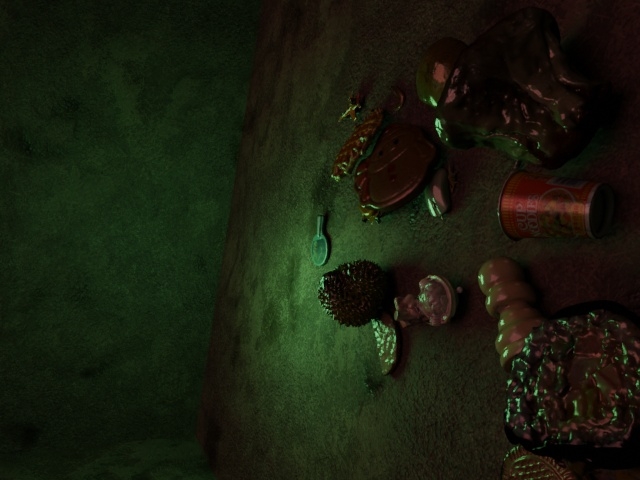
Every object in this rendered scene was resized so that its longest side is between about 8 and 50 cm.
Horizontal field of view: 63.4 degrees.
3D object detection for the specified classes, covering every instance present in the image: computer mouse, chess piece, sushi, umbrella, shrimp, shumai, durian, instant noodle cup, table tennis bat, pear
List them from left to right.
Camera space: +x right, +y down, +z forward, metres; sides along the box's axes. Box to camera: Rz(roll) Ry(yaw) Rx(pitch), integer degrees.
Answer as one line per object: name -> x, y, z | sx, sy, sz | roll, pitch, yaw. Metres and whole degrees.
table tennis bat -> 0.000, 0.000, 2.387 | 0.149, 0.038, 0.236 | 7, 94, 61
durian -> 0.120, 0.204, 1.944 | 0.291, 0.291, 0.224 | 29, 151, 58
shrimp -> 0.284, -0.546, 1.989 | 0.083, 0.023, 0.114 | -62, 40, 39
computer mouse -> 0.382, -0.156, 1.718 | 0.089, 0.056, 0.181 | 149, 121, -60
pear -> 0.402, -0.515, 1.602 | 0.228, 0.189, 0.211 | -134, 44, -54
chess piece -> 0.508, 0.180, 1.361 | 0.167, 0.167, 0.299 | -54, 35, 42
umbrella -> 0.552, -0.217, 1.442 | 0.044, 0.044, 0.268 | 22, 108, 28
shumai -> 0.513, -0.335, 1.275 | 0.397, 0.324, 0.323 | -47, 60, 9
instant noodle cup -> 0.576, -0.078, 1.255 | 0.212, 0.193, 0.192 | 10, 94, 50
sushi -> 0.592, 0.323, 1.069 | 0.328, 0.285, 0.328 | -31, 37, 49

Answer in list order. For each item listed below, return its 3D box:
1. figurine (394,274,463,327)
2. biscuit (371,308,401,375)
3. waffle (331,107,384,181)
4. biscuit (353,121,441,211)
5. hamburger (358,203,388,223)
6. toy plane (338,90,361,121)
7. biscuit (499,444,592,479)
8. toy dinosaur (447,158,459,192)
figurine -> 0.343, 0.194, 1.635 | 0.237, 0.141, 0.162 | -34, 61, 53
biscuit -> 0.246, 0.357, 1.891 | 0.133, 0.032, 0.249 | -43, 49, 50
waffle -> 0.143, -0.378, 2.044 | 0.325, 0.068, 0.302 | -45, 18, 35
biscuit -> 0.259, -0.271, 1.844 | 0.359, 0.074, 0.380 | -32, 45, 31
hamburger -> 0.215, -0.150, 1.971 | 0.189, 0.093, 0.164 | -60, 35, 33
toy plane -> 0.129, -0.561, 2.240 | 0.188, 0.062, 0.135 | 129, 138, -65
biscuit -> 0.551, 0.621, 1.257 | 0.259, 0.079, 0.258 | -15, 72, 59
toy dinosaur -> 0.426, -0.211, 1.673 | 0.041, 0.026, 0.113 | 173, 92, -78
